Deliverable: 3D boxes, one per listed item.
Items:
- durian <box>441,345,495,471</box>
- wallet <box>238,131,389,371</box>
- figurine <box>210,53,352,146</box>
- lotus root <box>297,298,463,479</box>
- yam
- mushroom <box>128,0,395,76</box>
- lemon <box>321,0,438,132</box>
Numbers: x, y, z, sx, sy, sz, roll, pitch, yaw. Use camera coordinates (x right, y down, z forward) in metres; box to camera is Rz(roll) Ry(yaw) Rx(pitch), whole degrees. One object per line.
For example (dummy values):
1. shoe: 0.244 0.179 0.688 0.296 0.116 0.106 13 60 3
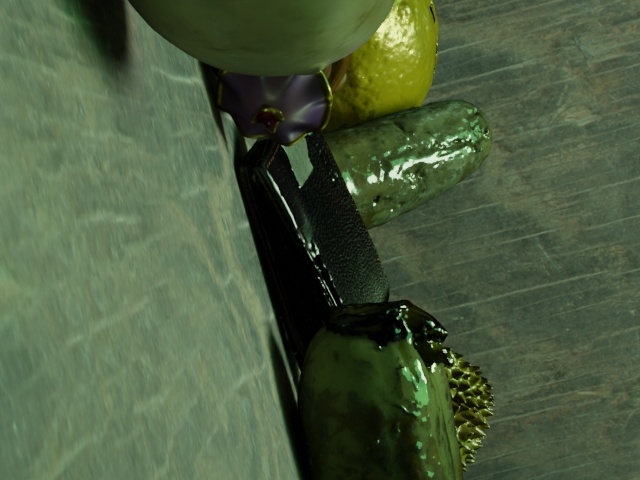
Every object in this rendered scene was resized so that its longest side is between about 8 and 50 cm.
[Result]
1. durian: 0.077 0.195 1.800 0.237 0.193 0.138 35 54 -17
2. wallet: 0.000 0.000 1.667 0.221 0.071 0.262 -59 130 -63
3. figurine: -0.027 -0.203 1.556 0.263 0.142 0.189 -71 148 -53
4. lotus root: 0.062 0.208 1.508 0.173 0.173 0.309 -87 165 -80
5. yam: 0.069 -0.088 1.900 0.133 0.330 0.133 34 -45 42
6. mushroom: 0.008 -0.266 0.968 0.314 0.336 0.314 -21 90 -82
7. lemon: 0.023 -0.253 2.014 0.284 0.260 0.260 61 7 -15
